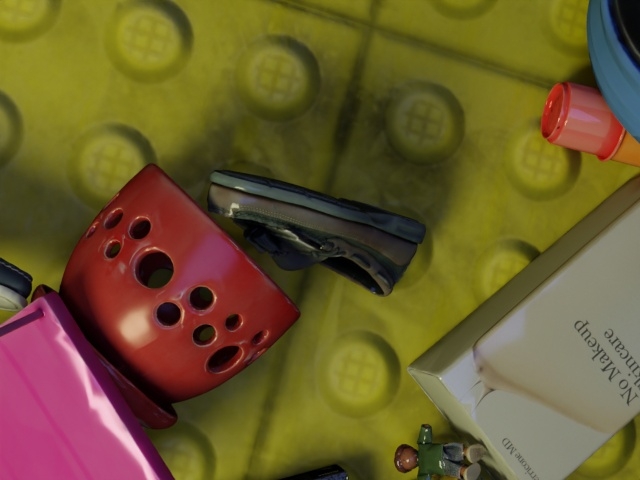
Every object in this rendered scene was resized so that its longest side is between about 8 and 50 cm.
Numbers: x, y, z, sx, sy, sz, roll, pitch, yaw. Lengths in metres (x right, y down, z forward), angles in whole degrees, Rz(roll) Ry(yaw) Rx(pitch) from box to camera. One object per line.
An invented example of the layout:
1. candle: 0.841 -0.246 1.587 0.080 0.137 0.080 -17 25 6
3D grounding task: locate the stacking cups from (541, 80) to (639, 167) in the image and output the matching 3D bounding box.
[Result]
1. stacking cups: 0.378 -0.091 1.222 0.316 0.096 0.096 11 86 -6

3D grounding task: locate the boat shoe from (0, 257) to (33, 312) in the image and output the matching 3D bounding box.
1. boat shoe: -0.350 -0.016 1.045 0.254 0.095 0.079 22 66 17

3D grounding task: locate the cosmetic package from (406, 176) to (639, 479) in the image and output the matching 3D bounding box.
1. cosmetic package: 0.257 0.089 1.171 0.309 0.113 0.160 -40 96 -11

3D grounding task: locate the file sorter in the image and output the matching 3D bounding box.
1. file sorter: -0.299 0.213 0.943 0.291 0.182 0.202 -33 89 26

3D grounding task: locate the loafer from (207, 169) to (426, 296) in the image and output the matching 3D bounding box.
1. loafer: 0.000 0.000 1.079 0.267 0.096 0.084 12 96 -49

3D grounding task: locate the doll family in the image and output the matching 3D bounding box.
1. doll family: 0.110 0.273 1.140 0.076 0.111 0.193 23 69 -43

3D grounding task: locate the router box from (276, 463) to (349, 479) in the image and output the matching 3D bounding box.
1. router box: -0.049 0.298 1.134 0.179 0.046 0.133 -13 92 -11

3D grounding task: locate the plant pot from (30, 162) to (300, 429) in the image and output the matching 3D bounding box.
1. plant pot: -0.139 0.056 1.054 0.191 0.191 0.174 45 83 -7

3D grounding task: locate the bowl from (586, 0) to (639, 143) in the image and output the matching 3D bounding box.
1. bowl: 0.449 -0.219 1.134 0.391 0.077 0.391 -5 61 9
